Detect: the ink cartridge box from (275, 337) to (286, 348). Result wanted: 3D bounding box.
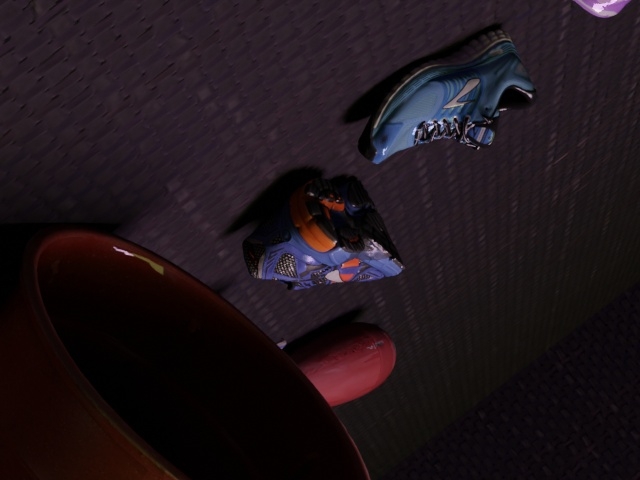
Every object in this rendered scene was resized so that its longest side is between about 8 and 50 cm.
[{"bbox_3d":[-0.228,0.181,1.407,0.330,0.071,0.324,-46,162,27],"label":"ink cartridge box"}]

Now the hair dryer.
[{"bbox_3d":[-0.014,0.171,1.898,0.223,0.080,0.293,-37,166,1],"label":"hair dryer"}]

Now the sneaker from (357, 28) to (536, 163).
[{"bbox_3d":[0.099,-0.098,1.310,0.162,0.073,0.063,-31,165,-26],"label":"sneaker"}]

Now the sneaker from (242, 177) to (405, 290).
[{"bbox_3d":[0.000,0.000,1.409,0.087,0.083,0.221,-27,164,16],"label":"sneaker"}]

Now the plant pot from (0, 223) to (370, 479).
[{"bbox_3d":[-0.152,0.179,1.096,0.265,0.272,0.272,-49,164,16],"label":"plant pot"}]

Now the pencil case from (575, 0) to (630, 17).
[{"bbox_3d":[0.232,-0.242,1.168,0.206,0.086,0.088,-44,-171,30],"label":"pencil case"}]
